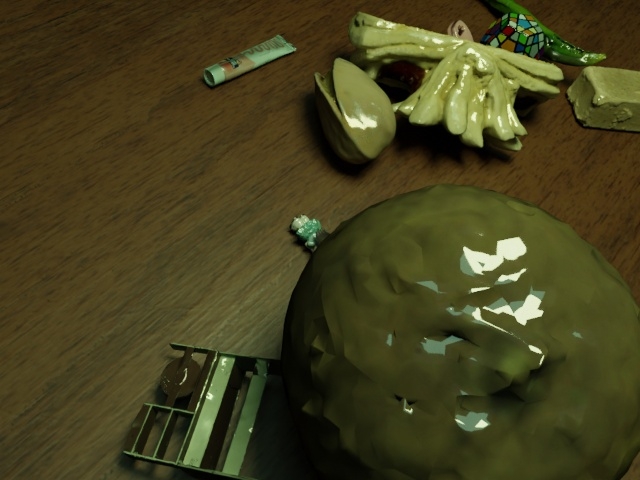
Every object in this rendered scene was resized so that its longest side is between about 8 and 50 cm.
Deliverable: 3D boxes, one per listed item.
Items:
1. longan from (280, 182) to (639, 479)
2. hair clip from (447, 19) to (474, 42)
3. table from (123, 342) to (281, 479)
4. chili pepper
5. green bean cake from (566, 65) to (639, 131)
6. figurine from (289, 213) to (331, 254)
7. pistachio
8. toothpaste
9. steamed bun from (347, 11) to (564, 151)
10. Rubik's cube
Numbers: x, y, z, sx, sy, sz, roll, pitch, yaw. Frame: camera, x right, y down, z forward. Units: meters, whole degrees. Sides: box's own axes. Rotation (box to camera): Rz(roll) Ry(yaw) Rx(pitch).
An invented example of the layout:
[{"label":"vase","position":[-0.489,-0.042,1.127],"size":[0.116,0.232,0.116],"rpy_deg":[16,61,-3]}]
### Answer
[{"label":"longan","position":[0.138,0.134,0.608],"size":[0.390,0.391,0.392],"rpy_deg":[5,57,-8]},{"label":"hair clip","position":[0.286,-0.385,1.174],"size":[0.138,0.102,0.123],"rpy_deg":[45,56,-21]},{"label":"table","position":[-0.129,0.215,0.683],"size":[0.175,0.063,0.146],"rpy_deg":[4,55,16]},{"label":"chili pepper","position":[0.478,-0.478,1.233],"size":[0.084,0.076,0.359],"rpy_deg":[0,45,-40]},{"label":"green bean cake","position":[0.623,-0.295,1.152],"size":[0.179,0.085,0.109],"rpy_deg":[2,55,-11]},{"label":"figurine","position":[0.000,0.000,0.865],"size":[0.106,0.047,0.060],"rpy_deg":[43,24,24]},{"label":"pistachio","position":[0.058,-0.227,0.967],"size":[0.126,0.152,0.223],"rpy_deg":[-32,52,20]},{"label":"toothpaste","position":[-0.135,-0.349,1.063],"size":[0.056,0.036,0.205],"rpy_deg":[41,56,17]},{"label":"steamed bun","position":[0.257,-0.279,1.017],"size":[0.427,0.190,0.247],"rpy_deg":[11,14,-12]},{"label":"Rubik's cube","position":[0.406,-0.412,1.165],"size":[0.132,0.112,0.133],"rpy_deg":[6,56,-10]}]
